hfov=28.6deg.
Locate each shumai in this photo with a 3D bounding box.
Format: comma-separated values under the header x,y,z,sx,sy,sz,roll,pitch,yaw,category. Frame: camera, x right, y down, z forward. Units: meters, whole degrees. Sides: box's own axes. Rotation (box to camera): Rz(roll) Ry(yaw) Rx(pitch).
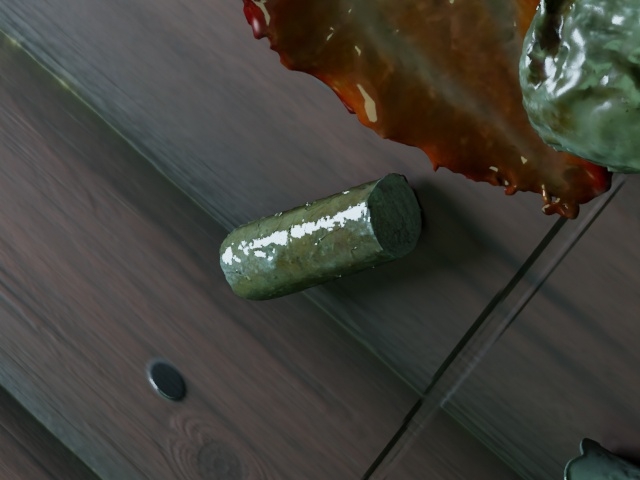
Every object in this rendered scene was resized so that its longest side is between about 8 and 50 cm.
x,y,z,sx,sy,sz,roll,pitch,yaw,category
0.176,-0.054,0.497,0.184,0.142,0.184,-2,127,-2,shumai

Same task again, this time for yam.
x,y,z,sx,sy,sz,roll,pitch,yaw,category
0.000,0.000,0.756,0.132,0.054,0.054,-19,104,42,yam

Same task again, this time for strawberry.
x,y,z,sx,sy,sz,roll,pitch,yaw,category
0.075,-0.127,0.596,0.228,0.098,0.174,35,121,-13,strawberry

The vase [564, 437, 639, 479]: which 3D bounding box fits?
x,y,z,sx,sy,sz,roll,pitch,yaw,category
0.209,0.158,0.676,0.149,0.081,0.081,5,119,31,vase
